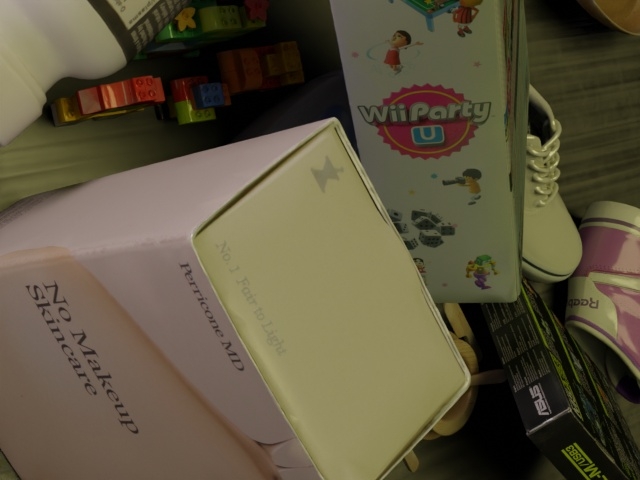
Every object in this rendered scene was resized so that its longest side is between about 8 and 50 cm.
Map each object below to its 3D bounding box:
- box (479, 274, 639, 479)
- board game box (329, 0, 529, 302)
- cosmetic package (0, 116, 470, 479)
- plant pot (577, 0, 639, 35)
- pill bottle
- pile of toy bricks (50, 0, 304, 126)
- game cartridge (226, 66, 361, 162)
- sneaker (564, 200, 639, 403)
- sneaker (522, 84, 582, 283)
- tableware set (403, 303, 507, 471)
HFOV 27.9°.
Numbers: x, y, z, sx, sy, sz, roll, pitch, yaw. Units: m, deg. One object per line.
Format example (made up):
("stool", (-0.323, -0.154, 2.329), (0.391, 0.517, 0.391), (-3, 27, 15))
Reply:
("box", (0.203, 0.132, 1.044), (0.184, 0.045, 0.191), (45, 19, -33))
("board game box", (0.079, -0.139, 0.830), (0.303, 0.097, 0.224), (77, 16, -47))
("cosmetic package", (-0.089, 0.048, 0.709), (0.113, 0.309, 0.160), (-40, 109, -36))
("plant pot", (0.264, -0.305, 1.224), (0.236, 0.032, 0.236), (17, 67, -46))
("pill bottle", (-0.134, -0.197, 0.758), (0.278, 0.162, 0.162), (-46, 115, -10))
("pile of toy bricks", (-0.080, -0.143, 0.878), (0.212, 0.105, 0.118), (-15, 93, -41))
("game cartridge", (0.000, 0.000, 0.963), (0.297, 0.062, 0.198), (-50, 119, -33))
("sneaker", (0.335, 0.089, 1.214), (0.282, 0.102, 0.161), (23, 72, -25))
("sneaker", (0.160, -0.068, 1.081), (0.258, 0.091, 0.094), (53, 54, -22))
("tableware set", (0.078, 0.074, 0.960), (0.128, 0.039, 0.194), (-55, 132, -30))
